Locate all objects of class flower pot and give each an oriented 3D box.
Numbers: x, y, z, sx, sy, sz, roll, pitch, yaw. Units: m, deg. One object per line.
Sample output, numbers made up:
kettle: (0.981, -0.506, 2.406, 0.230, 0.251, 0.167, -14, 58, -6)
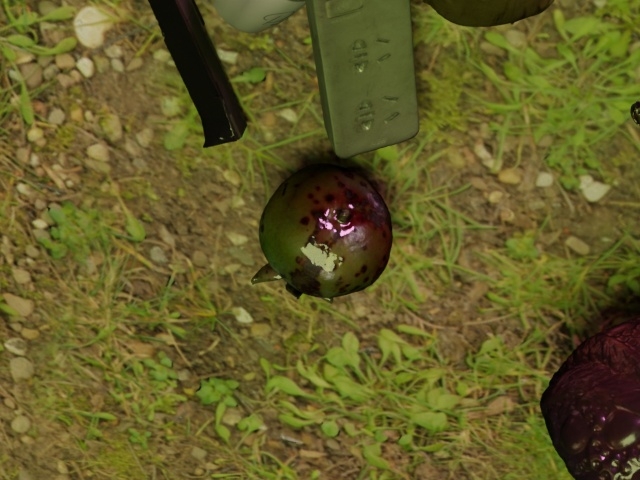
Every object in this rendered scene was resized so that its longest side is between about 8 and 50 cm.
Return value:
flower pot: (0.404, 0.156, 1.585, 0.267, 0.266, 0.267, 35, 114, -15)

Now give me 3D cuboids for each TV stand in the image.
TV stand: (-0.144, -0.208, 1.546, 0.049, 0.040, 0.256, -11, 124, 19)

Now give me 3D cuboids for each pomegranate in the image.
pomegranate: (0.000, 0.005, 1.621, 0.149, 0.148, 0.169, 17, 135, -2)

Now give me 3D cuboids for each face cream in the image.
face cream: (-0.053, -0.249, 1.465, 0.091, 0.091, 0.095, 36, 133, -15)

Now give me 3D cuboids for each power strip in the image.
power strip: (0.038, -0.198, 1.455, 0.093, 0.053, 0.288, -16, 140, -5)

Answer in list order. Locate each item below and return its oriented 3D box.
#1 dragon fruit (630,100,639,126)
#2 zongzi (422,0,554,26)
dragon fruit: (0.429, -0.107, 1.452, 0.282, 0.147, 0.211, 24, 137, -3)
zongzi: (0.171, -0.274, 1.222, 0.174, 0.393, 0.356, -11, 132, -11)
